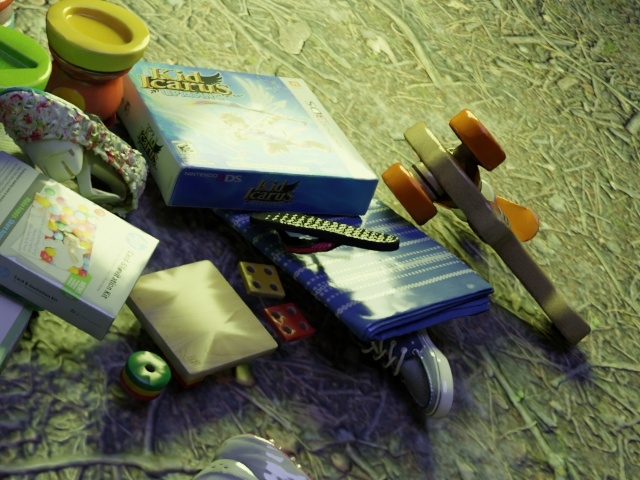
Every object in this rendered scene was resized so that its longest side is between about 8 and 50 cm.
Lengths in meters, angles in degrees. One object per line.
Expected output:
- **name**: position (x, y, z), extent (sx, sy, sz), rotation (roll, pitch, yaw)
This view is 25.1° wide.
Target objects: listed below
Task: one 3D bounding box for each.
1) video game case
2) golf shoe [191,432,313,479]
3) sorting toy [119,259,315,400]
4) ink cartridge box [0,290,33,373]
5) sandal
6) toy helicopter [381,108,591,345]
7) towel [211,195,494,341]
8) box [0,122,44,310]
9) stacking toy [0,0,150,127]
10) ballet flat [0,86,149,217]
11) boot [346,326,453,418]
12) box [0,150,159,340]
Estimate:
- **video game case**: position (-0.098, -0.127, 1.762), extent (0.269, 0.061, 0.244), rotation (2, 34, -31)
- **golf shoe**: position (-0.007, 0.316, 1.319), extent (0.306, 0.115, 0.140), rotation (36, 44, 15)
- **sorting toy**: position (-0.130, 0.091, 1.530), extent (0.274, 0.046, 0.132), rotation (-15, 57, -47)
- **ink cartridge box**: position (-0.403, 0.072, 1.324), extent (0.235, 0.056, 0.171), rotation (26, 34, -5)
- **sandal**: position (0.000, 0.000, 1.625), extent (0.179, 0.040, 0.067), rotation (13, 15, 15)
- **toy helicopter**: position (0.227, -0.009, 1.875), extent (0.355, 0.140, 0.235), rotation (51, 4, -5)
- **towel**: position (0.022, 0.004, 1.725), extent (0.243, 0.040, 0.336), rotation (-13, 42, -45)
- **box**: position (-0.346, -0.039, 1.499), extent (0.100, 0.060, 0.244), rotation (9, 41, -34)
- **stacking toy**: position (-0.387, -0.211, 1.644), extent (0.309, 0.130, 0.279), rotation (30, 36, 13)
- **ballet flat**: position (-0.259, -0.090, 1.551), extent (0.241, 0.091, 0.077), rotation (32, 49, -56)
- **boot**: position (0.083, 0.130, 1.650), extent (0.086, 0.069, 0.190), rotation (8, 33, -25)
- **box**: position (-0.268, 0.003, 1.424), extent (0.186, 0.038, 0.145), rotation (32, 34, -6)
